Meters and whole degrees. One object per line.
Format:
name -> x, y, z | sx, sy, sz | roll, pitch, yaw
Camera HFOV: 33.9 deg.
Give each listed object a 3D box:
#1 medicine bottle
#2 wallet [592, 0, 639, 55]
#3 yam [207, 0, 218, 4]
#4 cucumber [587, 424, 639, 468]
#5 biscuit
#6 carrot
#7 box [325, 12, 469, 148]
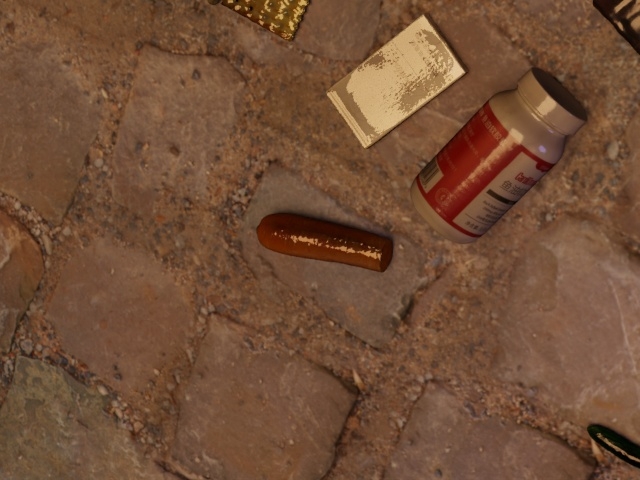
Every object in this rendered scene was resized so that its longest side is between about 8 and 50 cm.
medicine bottle -> 0.248, -0.116, 1.477 | 0.131, 0.131, 0.250 | 47, 116, 6
wallet -> 0.490, -0.335, 1.362 | 0.182, 0.049, 0.229 | 49, 115, 8
yam -> -0.148, -0.419, 1.632 | 0.021, 0.021, 0.116 | 33, 115, 13
cucumber -> 0.477, 0.323, 1.548 | 0.184, 0.033, 0.036 | 25, 137, 16
biscuit -> -0.053, -0.433, 1.589 | 0.139, 0.016, 0.231 | 32, 114, 13
carrot -> 0.000, 0.000, 1.654 | 0.225, 0.067, 0.067 | 12, 108, 19
box -> 0.111, -0.235, 1.563 | 0.198, 0.029, 0.109 | -36, 88, 26
